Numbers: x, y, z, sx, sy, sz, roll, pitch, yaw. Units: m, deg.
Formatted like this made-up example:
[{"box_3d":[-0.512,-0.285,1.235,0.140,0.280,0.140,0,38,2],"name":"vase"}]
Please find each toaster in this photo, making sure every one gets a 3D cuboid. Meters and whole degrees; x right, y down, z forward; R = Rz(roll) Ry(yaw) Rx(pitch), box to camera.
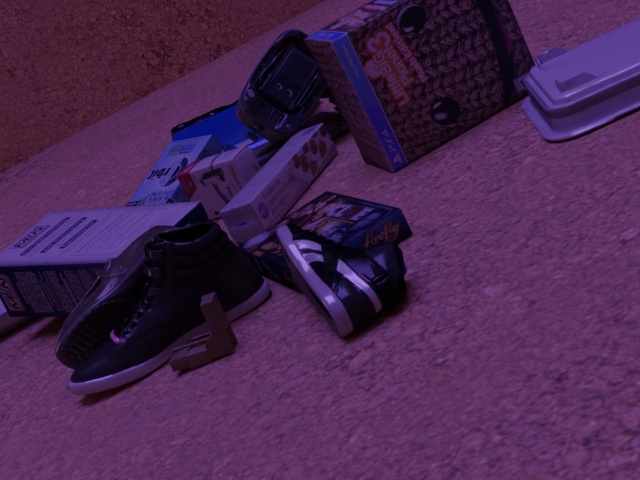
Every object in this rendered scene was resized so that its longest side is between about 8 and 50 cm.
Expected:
[{"box_3d":[-0.066,-0.285,2.156,0.227,0.129,0.146,-60,8,-13],"name":"toaster"}]

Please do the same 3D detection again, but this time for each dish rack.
[{"box_3d":[0.447,-0.265,1.687,0.333,0.072,0.285,-23,17,8],"name":"dish rack"}]

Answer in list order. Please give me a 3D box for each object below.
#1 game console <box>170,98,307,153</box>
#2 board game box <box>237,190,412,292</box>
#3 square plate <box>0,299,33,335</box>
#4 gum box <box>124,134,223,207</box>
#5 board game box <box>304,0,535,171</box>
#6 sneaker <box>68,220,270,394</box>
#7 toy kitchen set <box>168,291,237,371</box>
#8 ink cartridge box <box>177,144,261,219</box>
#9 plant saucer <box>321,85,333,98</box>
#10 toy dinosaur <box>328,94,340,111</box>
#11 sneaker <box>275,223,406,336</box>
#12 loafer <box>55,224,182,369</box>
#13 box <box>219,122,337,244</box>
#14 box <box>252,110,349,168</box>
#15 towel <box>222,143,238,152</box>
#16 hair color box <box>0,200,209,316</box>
[{"box_3d":[-0.142,-0.208,2.440,0.293,0.173,0.250,-23,49,13],"name":"game console"},{"box_3d":[0.000,0.000,1.622,0.165,0.042,0.243,-32,18,-16],"name":"board game box"},{"box_3d":[-0.511,0.072,2.143,0.344,0.049,0.347,-30,18,-7],"name":"square plate"},{"box_3d":[-0.287,-0.116,2.268,0.157,0.041,0.184,-2,51,52],"name":"gum box"},{"box_3d":[0.165,-0.285,1.876,0.291,0.232,0.141,-31,18,-10],"name":"board game box"},{"box_3d":[-0.225,0.079,1.552,0.296,0.147,0.104,-31,19,-10],"name":"sneaker"},{"box_3d":[-0.155,0.109,1.482,0.083,0.075,0.068,-19,18,10],"name":"toy kitchen set"},{"box_3d":[-0.166,-0.097,2.041,0.135,0.099,0.056,-14,22,36],"name":"ink cartridge box"},{"box_3d":[0.062,-0.327,2.284,0.188,0.045,0.188,-6,-18,-19],"name":"plant saucer"},{"box_3d":[0.132,-0.283,2.125,0.296,0.200,0.127,24,81,39],"name":"toy dinosaur"},{"box_3d":[0.034,0.029,1.414,0.121,0.079,0.217,-26,36,-9],"name":"sneaker"},{"box_3d":[-0.271,0.076,1.634,0.251,0.094,0.087,-46,31,-2],"name":"loafer"},{"box_3d":[-0.064,-0.100,1.961,0.067,0.063,0.324,-18,19,30],"name":"box"},{"box_3d":[-0.054,-0.177,2.207,0.207,0.036,0.114,-32,19,-17],"name":"box"},{"box_3d":[-0.187,-0.125,2.192,0.119,0.029,0.067,-54,23,-4],"name":"towel"},{"box_3d":[-0.343,0.032,1.846,0.347,0.105,0.174,-2,31,37],"name":"hair color box"}]
